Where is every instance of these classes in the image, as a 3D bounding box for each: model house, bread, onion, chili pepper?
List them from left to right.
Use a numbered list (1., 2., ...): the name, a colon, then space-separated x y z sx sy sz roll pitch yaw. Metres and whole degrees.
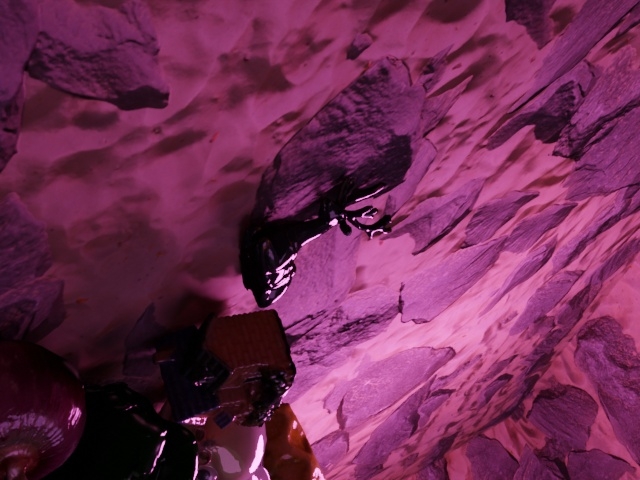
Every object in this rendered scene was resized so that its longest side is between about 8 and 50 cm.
1. onion: -0.390 0.212 1.153 0.201 0.200 0.207 -39 115 8
2. chili pepper: -0.315 0.337 1.308 0.256 0.249 0.233 -56 165 2
3. model house: -0.158 0.195 1.396 0.172 0.166 0.183 -1 152 -31
4. bread: -0.112 0.505 1.965 0.196 0.252 0.238 -20 157 -40

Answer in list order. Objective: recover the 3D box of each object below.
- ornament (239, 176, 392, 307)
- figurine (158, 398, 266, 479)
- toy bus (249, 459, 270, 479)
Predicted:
1. ornament: 0.000 0.000 1.369 0.236 0.080 0.202 -27 155 -19
2. figurine: -0.297 0.356 1.563 0.394 0.226 0.274 -13 177 -29
3. toy bus: -0.246 0.474 1.760 0.306 0.179 0.143 -27 135 -18
